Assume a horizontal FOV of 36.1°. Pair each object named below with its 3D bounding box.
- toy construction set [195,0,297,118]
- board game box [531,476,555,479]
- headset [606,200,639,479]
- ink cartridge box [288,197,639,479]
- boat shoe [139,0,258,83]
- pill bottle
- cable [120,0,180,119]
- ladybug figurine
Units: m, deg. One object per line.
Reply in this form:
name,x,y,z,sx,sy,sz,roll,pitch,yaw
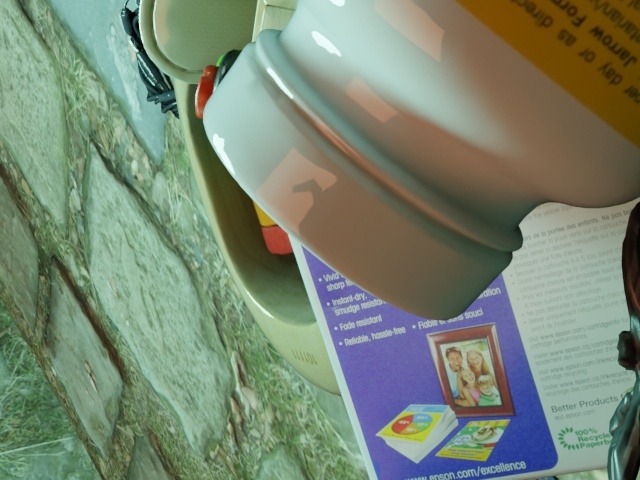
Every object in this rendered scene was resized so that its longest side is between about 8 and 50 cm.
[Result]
toy construction set,0.014,-0.147,0.572,0.215,0.151,0.327,-66,-28,-72
board game box,0.182,0.291,0.988,0.160,0.039,0.211,52,147,25
headset,0.298,0.037,0.308,0.243,0.394,0.185,47,-130,-70
ink cartridge box,0.137,0.019,0.703,0.304,0.072,0.307,-15,94,27
boat shoe,-0.020,-0.270,0.728,0.340,0.127,0.113,-62,8,11
pill bottle,0.107,-0.136,0.372,0.334,0.188,0.188,-51,59,17
cable,-0.201,-0.225,1.258,0.184,0.047,0.150,42,142,36
ladybug figurine,-0.002,-0.080,0.912,0.305,0.162,0.449,6,115,56
